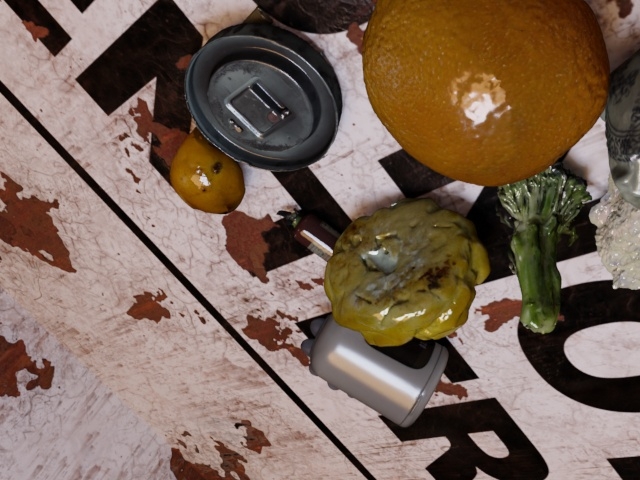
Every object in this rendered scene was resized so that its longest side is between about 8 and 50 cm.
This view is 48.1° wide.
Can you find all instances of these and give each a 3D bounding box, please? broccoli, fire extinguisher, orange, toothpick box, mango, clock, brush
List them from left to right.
[{"bbox_3d":[-0.242,-0.126,1.545,0.166,0.136,0.236,40,165,-2],"label":"mango"},{"bbox_3d":[-0.175,-0.357,1.377,0.043,0.036,0.248,38,138,-20],"label":"brush"},{"bbox_3d":[-0.106,-0.267,1.369,0.312,0.061,0.313,12,138,11],"label":"clock"},{"bbox_3d":[0.000,0.000,1.589,0.231,0.071,0.099,35,166,-2],"label":"fire extinguisher"},{"bbox_3d":[0.110,0.279,1.669,0.316,0.229,0.229,28,138,6],"label":"toothpick box"},{"bbox_3d":[0.228,-0.253,1.035,0.357,0.322,0.322,41,139,6],"label":"orange"},{"bbox_3d":[0.369,0.009,1.203,0.164,0.304,0.145,8,156,2],"label":"broccoli"}]

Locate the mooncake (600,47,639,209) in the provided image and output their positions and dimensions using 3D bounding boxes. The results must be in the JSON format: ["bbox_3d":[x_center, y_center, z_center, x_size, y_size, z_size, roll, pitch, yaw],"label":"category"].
[{"bbox_3d":[0.485,-0.188,0.964,0.136,0.255,0.250,24,131,-17],"label":"mooncake"}]

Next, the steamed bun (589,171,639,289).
[{"bbox_3d":[0.518,-0.041,1.141,0.170,0.200,0.226,38,140,13],"label":"steamed bun"}]

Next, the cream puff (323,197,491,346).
[{"bbox_3d":[0.182,0.089,1.415,0.324,0.291,0.257,-23,140,14],"label":"cream puff"}]
